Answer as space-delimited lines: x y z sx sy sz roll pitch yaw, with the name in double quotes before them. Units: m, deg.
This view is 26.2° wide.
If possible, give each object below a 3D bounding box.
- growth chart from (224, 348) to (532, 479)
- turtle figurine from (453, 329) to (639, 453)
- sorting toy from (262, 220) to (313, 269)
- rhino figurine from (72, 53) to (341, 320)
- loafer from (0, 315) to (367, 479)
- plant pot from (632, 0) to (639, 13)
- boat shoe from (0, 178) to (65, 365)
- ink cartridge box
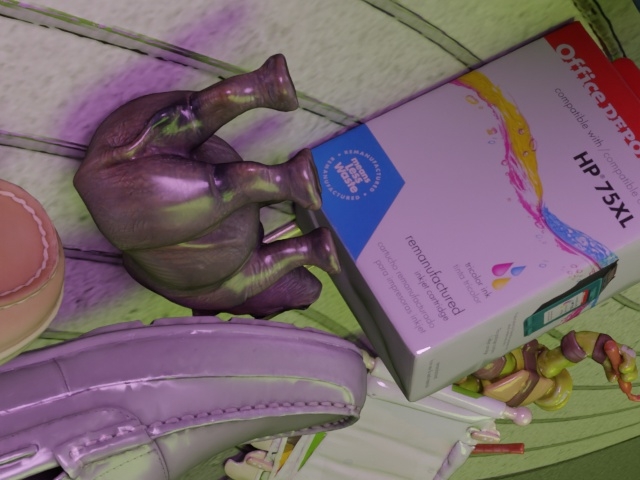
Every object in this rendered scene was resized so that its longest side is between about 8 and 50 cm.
"growth chart" 0.031 0.167 1.081 0.172 0.021 0.237 25 133 -15
"turtle figurine" 0.158 0.107 1.138 0.269 0.087 0.217 -29 152 35
"sorting toy" 0.000 0.000 0.824 0.083 0.012 0.062 -29 157 -6
"rhino figurine" -0.048 -0.004 0.677 0.106 0.073 0.243 -13 158 1
"loafer" -0.126 0.106 0.669 0.320 0.111 0.112 -7 159 -16
"plant pot" 0.170 -0.203 0.388 0.290 0.195 0.290 -26 156 -12
"boat shoe" -0.196 0.000 0.464 0.285 0.104 0.089 -2 146 -48
"ink cartridge box" 0.116 -0.027 0.756 0.231 0.134 0.078 -27 156 -11
